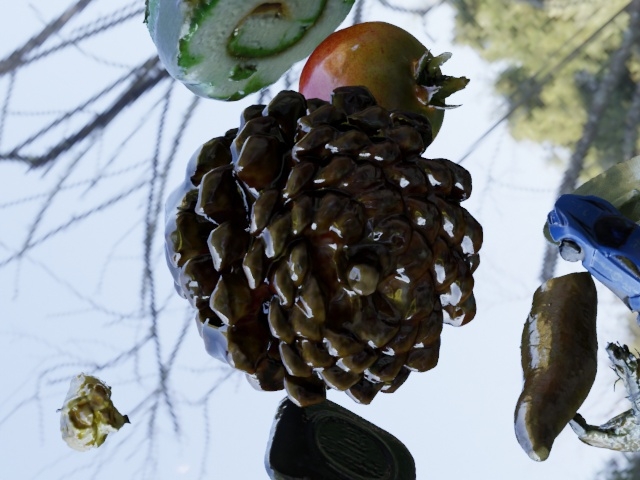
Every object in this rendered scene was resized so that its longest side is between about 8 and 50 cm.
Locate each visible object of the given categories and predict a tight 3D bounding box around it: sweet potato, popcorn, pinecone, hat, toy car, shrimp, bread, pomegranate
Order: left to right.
[{"bbox_3d":[-0.241,0.188,1.364,0.084,0.084,0.084,39,-155,-22],"label":"popcorn"},{"bbox_3d":[-0.089,-0.387,1.946,0.366,0.382,0.129,-15,-125,-47],"label":"bread"},{"bbox_3d":[0.000,0.000,1.559,0.397,0.397,0.398,39,-155,-22],"label":"pinecone"},{"bbox_3d":[0.090,-0.209,1.816,0.221,0.256,0.221,13,-106,-54],"label":"pomegranate"},{"bbox_3d":[0.213,0.121,1.163,0.077,0.077,0.244,41,-138,-17],"label":"sweet potato"},{"bbox_3d":[0.426,0.235,1.838,0.051,0.150,0.217,-89,-26,-55],"label":"shrimp"},{"bbox_3d":[0.365,0.020,1.502,0.216,0.063,0.103,43,-133,4],"label":"toy car"},{"bbox_3d":[0.447,-0.023,1.782,0.110,0.252,0.252,56,-159,-15],"label":"hat"}]

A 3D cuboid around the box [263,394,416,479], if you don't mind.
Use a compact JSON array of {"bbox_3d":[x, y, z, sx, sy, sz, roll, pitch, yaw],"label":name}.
[{"bbox_3d":[0.031,0.282,1.600,0.212,0.042,0.201,30,-155,-9],"label":"box"}]
